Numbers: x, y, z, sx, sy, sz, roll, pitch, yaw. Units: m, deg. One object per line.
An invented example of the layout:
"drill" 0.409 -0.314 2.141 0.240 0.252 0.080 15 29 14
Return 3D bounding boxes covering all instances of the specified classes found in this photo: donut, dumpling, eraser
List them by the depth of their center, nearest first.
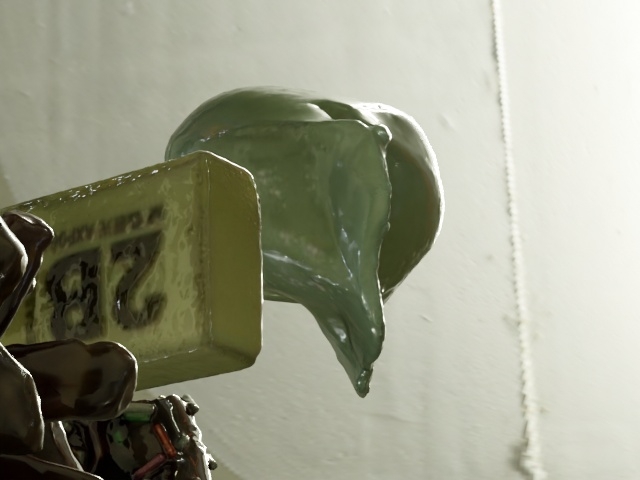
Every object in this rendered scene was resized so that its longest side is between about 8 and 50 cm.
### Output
"eraser" -0.117 0.026 0.926 0.172 0.058 0.117 -13 -110 30
"dumpling" 0.005 -0.028 1.337 0.270 0.320 0.212 46 -74 3
"donut" -0.214 0.219 1.432 0.136 0.345 0.259 -30 -129 21

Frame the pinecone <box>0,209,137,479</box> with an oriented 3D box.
"pinecone" -0.195 0.100 0.498 0.309 0.244 0.244 -40 -110 -13
